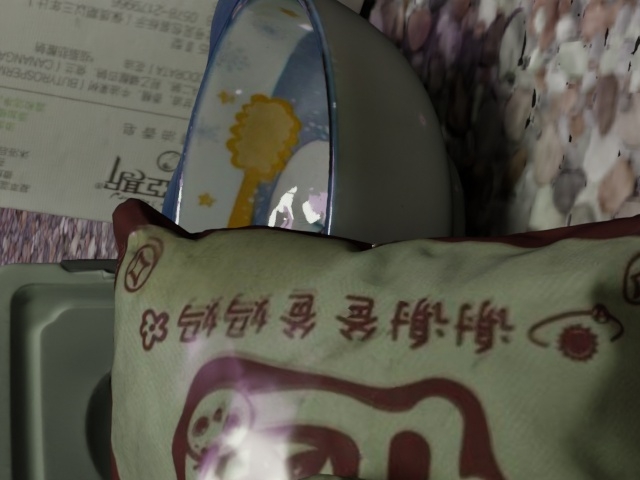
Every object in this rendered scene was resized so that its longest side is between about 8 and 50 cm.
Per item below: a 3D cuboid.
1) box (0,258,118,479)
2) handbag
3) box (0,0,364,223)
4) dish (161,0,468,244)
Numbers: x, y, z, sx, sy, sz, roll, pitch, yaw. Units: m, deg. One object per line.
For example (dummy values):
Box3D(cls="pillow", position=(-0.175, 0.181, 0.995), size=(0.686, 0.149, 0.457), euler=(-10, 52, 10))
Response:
Box3D(cls="box", position=(-0.093, 0.120, 0.728), size=(0.130, 0.162, 0.227), euler=(106, 159, -45))
Box3D(cls="handbag", position=(0.017, 0.099, 0.448), size=(0.127, 0.213, 0.235), euler=(39, -125, -67))
Box3D(cls="box", position=(-0.123, -0.117, 0.737), size=(0.111, 0.261, 0.194), euler=(-112, 38, -49))
Box3D(cls="dish", position=(0.000, 0.000, 0.631), size=(0.228, 0.086, 0.236), euler=(160, 115, -66))
